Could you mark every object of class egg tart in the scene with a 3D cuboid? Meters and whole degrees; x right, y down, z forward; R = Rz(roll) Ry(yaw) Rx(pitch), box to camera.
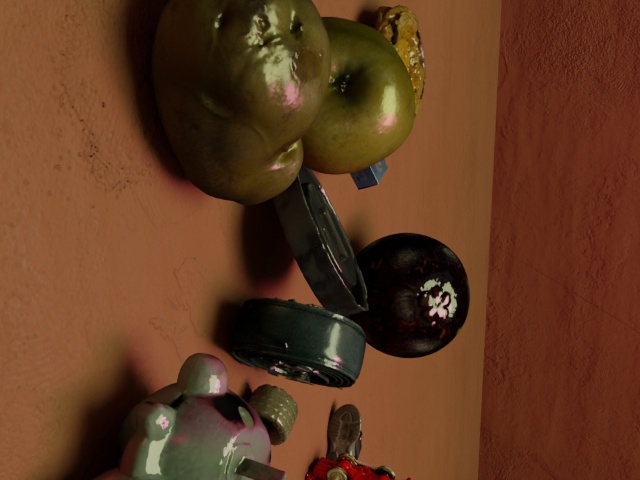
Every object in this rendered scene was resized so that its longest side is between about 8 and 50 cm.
[{"bbox_3d":[0.148,-0.360,1.767,0.291,0.107,0.291,1,90,-68],"label":"egg tart"}]

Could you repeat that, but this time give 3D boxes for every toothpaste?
[{"bbox_3d":[0.036,-0.221,1.483,0.272,0.053,0.066,60,38,-25],"label":"toothpaste"}]

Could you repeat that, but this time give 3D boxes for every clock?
[{"bbox_3d":[0.000,0.000,1.392,0.281,0.055,0.281,62,11,-21],"label":"clock"}]

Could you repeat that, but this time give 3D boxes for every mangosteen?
[{"bbox_3d":[0.179,0.117,1.787,0.288,0.288,0.288,7,90,-68],"label":"mangosteen"}]

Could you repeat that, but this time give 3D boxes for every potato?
[{"bbox_3d":[-0.101,-0.182,1.069,0.218,0.202,0.351,-24,145,-33],"label":"potato"}]

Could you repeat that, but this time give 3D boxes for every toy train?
[{"bbox_3d":[0.076,0.517,1.703,0.083,0.204,0.131,-38,135,-60],"label":"toy train"}]

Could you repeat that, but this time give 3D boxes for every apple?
[{"bbox_3d":[0.027,-0.228,1.315,0.194,0.260,0.261,-145,-120,-83],"label":"apple"}]

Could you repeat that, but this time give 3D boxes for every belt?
[{"bbox_3d":[-0.029,0.167,1.340,0.267,0.206,0.116,51,49,-64],"label":"belt"}]

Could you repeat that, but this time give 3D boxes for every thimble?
[{"bbox_3d":[-0.085,0.298,1.403,0.110,0.084,0.062,92,20,-46],"label":"thimble"}]

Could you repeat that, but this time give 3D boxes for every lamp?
[{"bbox_3d":[-0.170,0.307,1.002,0.301,0.247,0.247,-46,135,-45],"label":"lamp"}]

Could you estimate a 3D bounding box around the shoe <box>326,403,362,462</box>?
[{"bbox_3d":[0.062,0.434,1.826,0.099,0.071,0.169,-16,115,-69],"label":"shoe"}]
